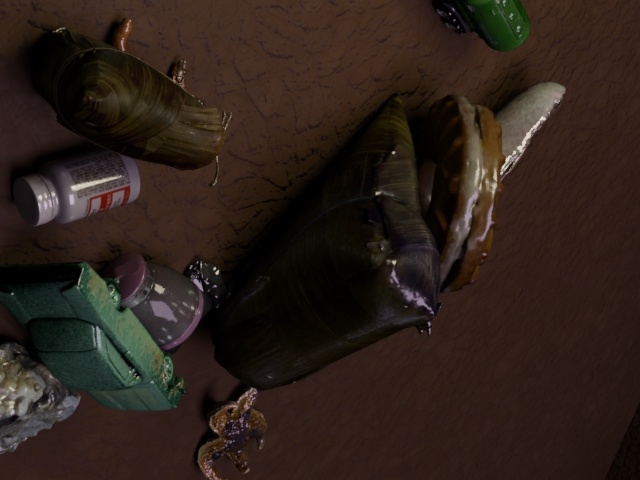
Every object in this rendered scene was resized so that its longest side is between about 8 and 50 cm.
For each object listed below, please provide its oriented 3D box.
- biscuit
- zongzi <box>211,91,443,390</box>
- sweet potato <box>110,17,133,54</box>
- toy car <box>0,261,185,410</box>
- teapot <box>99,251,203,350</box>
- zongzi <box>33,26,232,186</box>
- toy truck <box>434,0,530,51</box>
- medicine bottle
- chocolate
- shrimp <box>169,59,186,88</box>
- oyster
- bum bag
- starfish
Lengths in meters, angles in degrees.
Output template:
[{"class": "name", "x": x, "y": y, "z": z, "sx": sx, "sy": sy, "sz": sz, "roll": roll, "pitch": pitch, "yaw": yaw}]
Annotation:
[{"class": "biscuit", "x": 0.209, "y": -0.076, "z": 1.717, "sx": 0.103, "sy": 0.332, "sz": 0.332, "roll": 7, "pitch": 122, "yaw": -9}, {"class": "zongzi", "x": 0.000, "y": 0.000, "z": 1.671, "sx": 0.403, "sy": 0.432, "sz": 0.208, "roll": -30, "pitch": 132, "yaw": 31}, {"class": "sweet potato", "x": -0.236, "y": -0.188, "z": 1.291, "sx": 0.044, "sy": 0.044, "sz": 0.179, "roll": -31, "pitch": 141, "yaw": -30}, {"class": "toy car", "x": -0.304, "y": 0.139, "z": 1.392, "sx": 0.320, "sy": 0.142, "sz": 0.097, "roll": 64, "pitch": 31, "yaw": -48}, {"class": "teapot", "x": -0.257, "y": 0.080, "z": 1.474, "sx": 0.146, "sy": 0.148, "sz": 0.116, "roll": 47, "pitch": 46, "yaw": -48}, {"class": "zongzi", "x": -0.185, "y": -0.127, "z": 1.168, "sx": 0.248, "sy": 0.241, "sz": 0.111, "roll": 26, "pitch": 99, "yaw": -31}, {"class": "toy truck", "x": 0.241, "y": -0.384, "z": 1.620, "sx": 0.101, "sy": 0.125, "sz": 0.242, "roll": -52, "pitch": 146, "yaw": 0}, {"class": "medicine bottle", "x": -0.299, "y": -0.066, "z": 1.290, "sx": 0.140, "sy": 0.079, "sz": 0.079, "roll": -22, "pitch": 136, "yaw": -39}, {"class": "chocolate", "x": 0.329, "y": -0.173, "z": 1.931, "sx": 0.303, "sy": 0.100, "sz": 0.185, "roll": -48, "pitch": 170, "yaw": -10}, {"class": "shrimp", "x": -0.199, "y": -0.172, "z": 1.345, "sx": 0.091, "sy": 0.025, "sz": 0.127, "roll": -34, "pitch": 144, "yaw": -73}, {"class": "oyster", "x": -0.440, "y": 0.223, "z": 1.355, "sx": 0.268, "sy": 0.112, "sz": 0.198, "roll": -36, "pitch": 143, "yaw": -30}, {"class": "bum bag", "x": -0.213, "y": 0.120, "z": 1.592, "sx": 0.197, "sy": 0.049, "sz": 0.087, "roll": -50, "pitch": 142, "yaw": -4}, {"class": "starfish", "x": -0.145, "y": 0.327, "z": 1.856, "sx": 0.216, "sy": 0.071, "sz": 0.238, "roll": -52, "pitch": 157, "yaw": -11}]
